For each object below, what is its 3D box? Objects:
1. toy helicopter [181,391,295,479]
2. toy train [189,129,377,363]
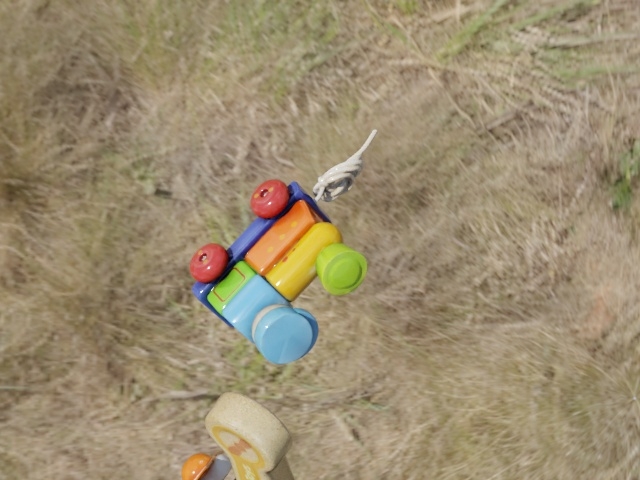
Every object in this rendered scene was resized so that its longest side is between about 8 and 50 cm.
[{"bbox_3d":[-0.062,0.255,1.179,0.235,0.355,0.140,25,59,27],"label":"toy helicopter"},{"bbox_3d":[0.000,0.000,1.108,0.248,0.105,0.143,-46,37,-2],"label":"toy train"}]
